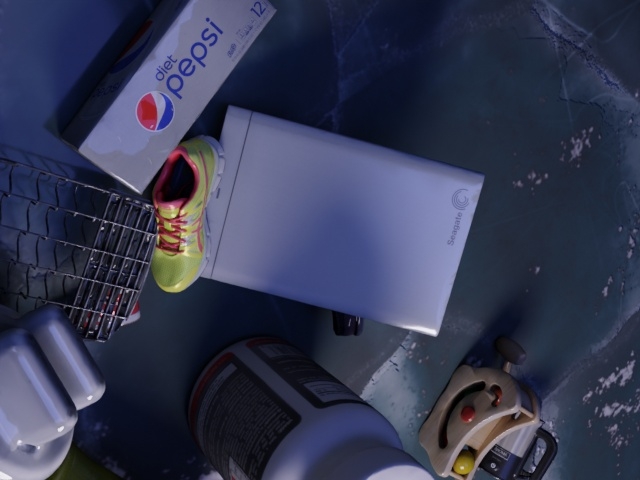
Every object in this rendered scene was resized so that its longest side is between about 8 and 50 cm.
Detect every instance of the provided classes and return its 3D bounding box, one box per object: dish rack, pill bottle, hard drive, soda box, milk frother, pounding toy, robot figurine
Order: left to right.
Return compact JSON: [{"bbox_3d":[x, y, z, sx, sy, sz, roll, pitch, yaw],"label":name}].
[{"bbox_3d":[-0.407,0.194,0.815,0.353,0.300,0.200,-25,96,13],"label":"robot figurine"},{"bbox_3d":[-0.337,0.004,0.915,0.271,0.074,0.208,18,97,-29],"label":"dish rack"},{"bbox_3d":[-0.185,-0.204,0.944,0.098,0.091,0.286,38,84,-36],"label":"soda box"},{"bbox_3d":[-0.019,0.286,1.040,0.210,0.363,0.210,-10,111,-28],"label":"pill bottle"},{"bbox_3d":[0.020,-0.024,1.054,0.353,0.047,0.233,15,98,-4],"label":"hard drive"},{"bbox_3d":[0.314,0.315,1.384,0.155,0.154,0.270,34,87,-35],"label":"pounding toy"},{"bbox_3d":[0.383,0.397,1.501,0.135,0.129,0.143,-62,168,0],"label":"milk frother"}]

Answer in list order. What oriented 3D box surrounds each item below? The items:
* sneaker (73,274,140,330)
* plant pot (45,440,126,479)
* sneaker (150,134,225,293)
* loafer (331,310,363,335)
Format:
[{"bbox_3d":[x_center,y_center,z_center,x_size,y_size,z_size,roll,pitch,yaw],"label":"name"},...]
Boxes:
[{"bbox_3d":[-0.291,0.084,1.001,0.118,0.042,0.067,-17,118,-35],"label":"sneaker"},{"bbox_3d":[-0.300,0.447,0.955,0.366,0.366,0.353,-39,111,-16],"label":"plant pot"},{"bbox_3d":[-0.184,-0.032,0.984,0.094,0.081,0.209,-21,123,-74],"label":"sneaker"},{"bbox_3d":[0.000,0.000,1.133,0.095,0.109,0.303,-10,105,-9],"label":"loafer"}]
